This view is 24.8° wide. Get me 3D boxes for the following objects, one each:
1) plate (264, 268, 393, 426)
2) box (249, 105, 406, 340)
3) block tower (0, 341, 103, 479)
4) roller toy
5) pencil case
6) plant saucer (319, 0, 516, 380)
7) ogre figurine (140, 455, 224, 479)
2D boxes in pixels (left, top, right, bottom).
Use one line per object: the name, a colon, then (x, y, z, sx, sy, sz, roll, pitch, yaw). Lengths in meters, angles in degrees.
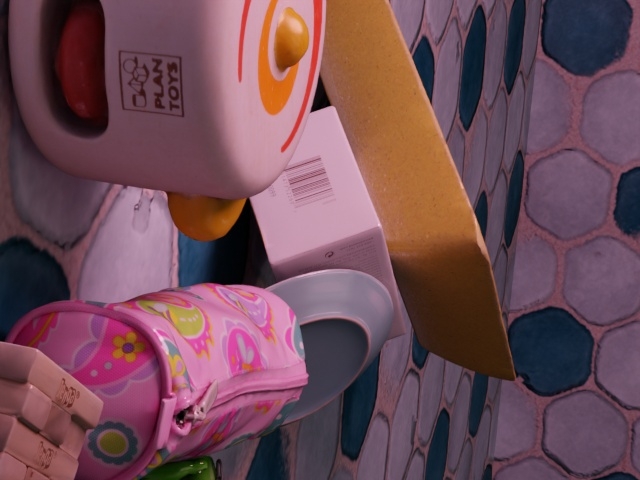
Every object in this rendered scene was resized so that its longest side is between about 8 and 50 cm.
plate: (-0.021, 0.097, 1.144, 0.024, 0.188, 0.188, 57, -11, 35)
box: (0.000, 0.000, 1.188, 0.170, 0.091, 0.130, 74, -3, -55)
block tower: (-0.204, 0.214, 0.682, 0.091, 0.097, 0.335, 61, 42, -65)
roller toy: (-0.078, -0.121, 0.844, 0.191, 0.146, 0.209, 58, 44, -66)
pencil case: (-0.097, 0.090, 0.939, 0.284, 0.124, 0.124, 2, 96, -75)
plant saucer: (0.077, -0.054, 1.343, 0.333, 0.081, 0.333, 64, 6, -62)
ogre figurine: (-0.121, 0.211, 0.973, 0.197, 0.097, 0.118, 5, 80, -85)
